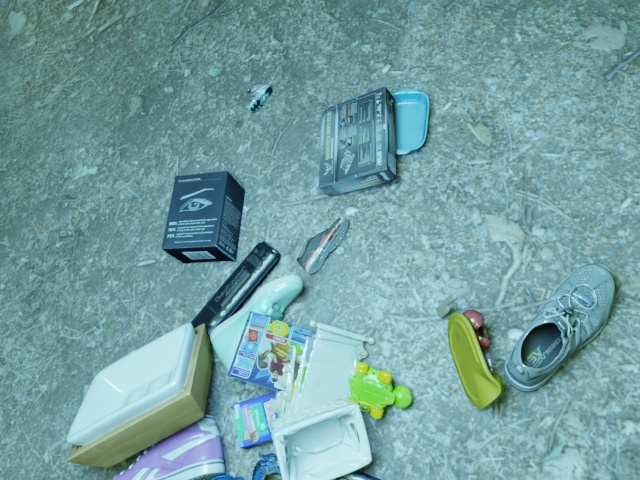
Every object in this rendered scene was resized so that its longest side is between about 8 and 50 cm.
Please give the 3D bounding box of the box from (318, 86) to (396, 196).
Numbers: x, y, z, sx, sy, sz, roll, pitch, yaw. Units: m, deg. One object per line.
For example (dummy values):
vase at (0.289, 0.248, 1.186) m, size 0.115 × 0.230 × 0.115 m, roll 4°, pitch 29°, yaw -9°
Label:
box at (0.088, -0.235, 1.177) m, size 0.183 × 0.056 × 0.231 m, roll -13°, pitch 63°, yaw 31°

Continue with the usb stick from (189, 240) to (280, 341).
usb stick at (-0.203, 0.122, 1.152) m, size 0.077 × 0.045 × 0.278 m, roll 35°, pitch 82°, yaw 34°

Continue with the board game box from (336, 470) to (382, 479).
board game box at (0.095, 0.536, 0.871) m, size 0.194 × 0.060 × 0.194 m, roll 13°, pitch 74°, yaw 22°

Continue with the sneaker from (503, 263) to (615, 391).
sneaker at (0.446, 0.155, 0.886) m, size 0.105 × 0.115 × 0.281 m, roll 35°, pitch 82°, yaw 27°

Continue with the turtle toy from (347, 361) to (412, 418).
turtle toy at (0.116, 0.296, 0.962) m, size 0.130 × 0.066 × 0.095 m, roll 15°, pitch 92°, yaw 20°

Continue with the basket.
basket at (-0.007, 0.371, 0.905) m, size 0.167 × 0.103 × 0.113 m, roll -13°, pitch 88°, yaw -18°

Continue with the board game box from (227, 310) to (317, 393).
board game box at (-0.071, 0.241, 0.998) m, size 0.201 × 0.035 × 0.136 m, roll 22°, pitch 76°, yaw -12°

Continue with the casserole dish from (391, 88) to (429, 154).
casserole dish at (0.207, -0.285, 1.196) m, size 0.114 × 0.037 × 0.188 m, roll 3°, pitch 68°, yaw 19°

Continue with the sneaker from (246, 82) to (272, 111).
sneaker at (-0.188, -0.406, 1.377) m, size 0.069 × 0.038 × 0.098 m, roll 28°, pitch 69°, yaw 27°

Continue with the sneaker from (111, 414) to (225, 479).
sneaker at (-0.342, 0.456, 1.034) m, size 0.282 × 0.102 × 0.161 m, roll -19°, pitch 58°, yaw 0°

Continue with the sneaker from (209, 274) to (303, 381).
sneaker at (-0.113, 0.198, 1.061) m, size 0.256 × 0.094 × 0.151 m, roll -41°, pitch 56°, yaw 9°

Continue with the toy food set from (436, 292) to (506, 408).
toy food set at (0.298, 0.200, 0.921) m, size 0.071 × 0.128 × 0.218 m, roll -8°, pitch 59°, yaw -8°

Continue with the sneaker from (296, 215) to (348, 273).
sneaker at (0.000, 0.000, 1.131) m, size 0.065 × 0.061 × 0.158 m, roll 34°, pitch 81°, yaw 33°

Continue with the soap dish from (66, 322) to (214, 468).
soap dish at (-0.360, 0.322, 1.024) m, size 0.290 × 0.118 × 0.229 m, roll -30°, pitch 25°, yaw 8°

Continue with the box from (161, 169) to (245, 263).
box at (-0.287, -0.057, 1.219) m, size 0.153 × 0.108 × 0.207 m, roll -2°, pitch 67°, yaw 17°

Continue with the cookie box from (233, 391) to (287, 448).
cookie box at (-0.121, 0.375, 1.020) m, size 0.107 × 0.040 × 0.092 m, roll -19°, pitch 63°, yaw 9°

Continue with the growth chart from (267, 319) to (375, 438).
growth chart at (0.000, 0.280, 0.983) m, size 0.172 × 0.021 × 0.237 m, roll 24°, pitch 76°, yaw -12°

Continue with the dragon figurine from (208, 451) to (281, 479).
dragon figurine at (-0.188, 0.512, 0.957) m, size 0.289 × 0.085 × 0.144 m, roll -20°, pitch 61°, yaw 4°
